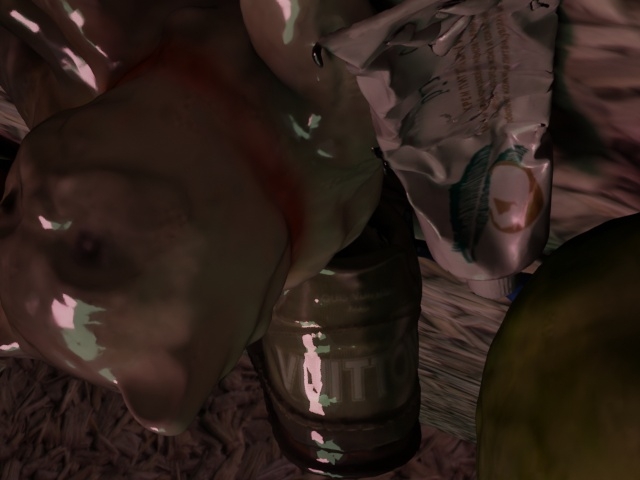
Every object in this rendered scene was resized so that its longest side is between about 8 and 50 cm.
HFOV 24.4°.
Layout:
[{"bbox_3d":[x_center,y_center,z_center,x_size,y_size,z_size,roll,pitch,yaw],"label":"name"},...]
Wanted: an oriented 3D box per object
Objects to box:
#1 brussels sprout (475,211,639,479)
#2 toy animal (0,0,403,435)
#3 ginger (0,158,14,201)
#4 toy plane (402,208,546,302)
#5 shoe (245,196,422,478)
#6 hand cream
[{"bbox_3d":[0.182,0.086,0.559,0.271,0.210,0.219,-8,155,44],"label":"brussels sprout"},{"bbox_3d":[-0.096,-0.030,0.676,0.308,0.188,0.266,14,177,28],"label":"toy animal"},{"bbox_3d":[-0.389,-0.038,1.437,0.357,0.152,0.274,26,179,37],"label":"ginger"},{"bbox_3d":[0.118,0.028,0.868,0.167,0.054,0.062,21,-164,15],"label":"toy plane"},{"bbox_3d":[-0.003,0.000,0.858,0.109,0.149,0.293,-4,-152,-12],"label":"shoe"},{"bbox_3d":[0.056,-0.037,0.537,0.084,0.050,0.257,-20,157,4],"label":"hand cream"}]
